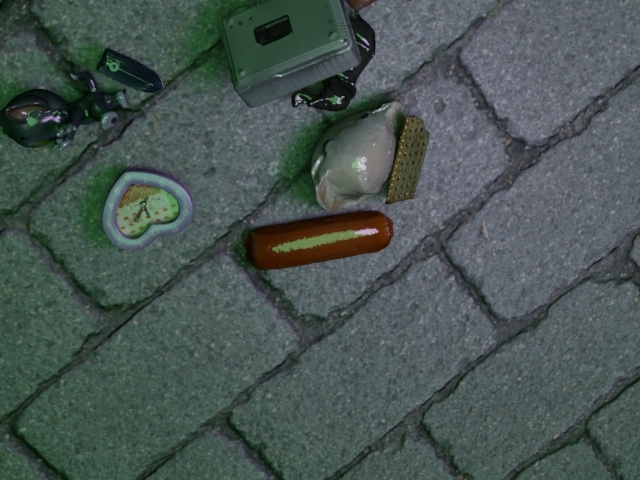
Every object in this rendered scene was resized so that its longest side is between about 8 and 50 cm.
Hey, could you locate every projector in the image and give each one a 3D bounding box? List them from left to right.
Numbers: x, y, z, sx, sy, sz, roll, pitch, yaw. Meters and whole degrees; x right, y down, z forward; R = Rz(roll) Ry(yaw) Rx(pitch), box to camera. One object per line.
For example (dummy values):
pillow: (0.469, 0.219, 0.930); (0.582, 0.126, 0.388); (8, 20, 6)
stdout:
projector: (-0.067, -0.407, 1.767); (0.257, 0.099, 0.191); (-20, 66, 12)

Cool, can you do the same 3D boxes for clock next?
clock: (-0.385, -0.081, 1.900); (0.198, 0.064, 0.172); (-25, 110, -2)

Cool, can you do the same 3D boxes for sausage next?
sausage: (0.000, -0.001, 1.979); (0.349, 0.094, 0.097); (-10, 104, -7)

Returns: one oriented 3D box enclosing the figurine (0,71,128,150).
figurine: (-0.518, -0.262, 1.769); (0.265, 0.193, 0.140); (-32, 109, -12)

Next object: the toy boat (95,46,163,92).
toy boat: (-0.392, -0.348, 1.822); (0.141, 0.060, 0.055); (23, 102, -23)

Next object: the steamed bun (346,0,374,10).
steamed bun: (0.100, -0.576, 1.818); (0.175, 0.106, 0.145); (-39, 97, -7)

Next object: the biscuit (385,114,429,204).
biscuit: (0.200, -0.181, 1.950); (0.016, 0.144, 0.203); (22, 107, 29)

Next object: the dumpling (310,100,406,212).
dumpling: (0.100, -0.167, 1.924); (0.243, 0.175, 0.227); (-22, 140, 12)

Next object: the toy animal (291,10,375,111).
toy animal: (0.028, -0.376, 1.857); (0.146, 0.114, 0.245); (29, 102, -14)
